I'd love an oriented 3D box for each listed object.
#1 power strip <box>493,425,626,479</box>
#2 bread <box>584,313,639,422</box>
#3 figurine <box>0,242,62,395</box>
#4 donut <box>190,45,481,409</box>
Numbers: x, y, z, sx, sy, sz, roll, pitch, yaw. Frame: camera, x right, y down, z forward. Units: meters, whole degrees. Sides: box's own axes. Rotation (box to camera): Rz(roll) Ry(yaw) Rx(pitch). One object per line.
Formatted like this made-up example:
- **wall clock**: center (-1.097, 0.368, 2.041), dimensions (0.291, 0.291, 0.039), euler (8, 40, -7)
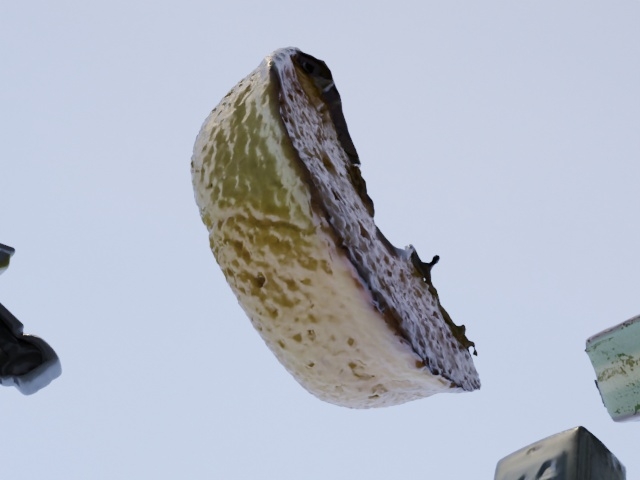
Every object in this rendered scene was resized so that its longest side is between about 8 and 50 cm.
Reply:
- **power strip**: center (0.123, 0.210, 0.506), dimensions (0.052, 0.078, 0.272), euler (43, -142, -17)
- **bread**: center (0.272, 0.079, 0.675), dimensions (0.084, 0.139, 0.074), euler (-5, -111, -28)
- **figurine**: center (-0.464, 0.127, 1.028), dimensions (0.342, 0.167, 0.285), euler (-22, -128, 16)
- **donut**: center (-0.003, -0.004, 0.567), dimensions (0.259, 0.101, 0.152), euler (65, -164, 6)
